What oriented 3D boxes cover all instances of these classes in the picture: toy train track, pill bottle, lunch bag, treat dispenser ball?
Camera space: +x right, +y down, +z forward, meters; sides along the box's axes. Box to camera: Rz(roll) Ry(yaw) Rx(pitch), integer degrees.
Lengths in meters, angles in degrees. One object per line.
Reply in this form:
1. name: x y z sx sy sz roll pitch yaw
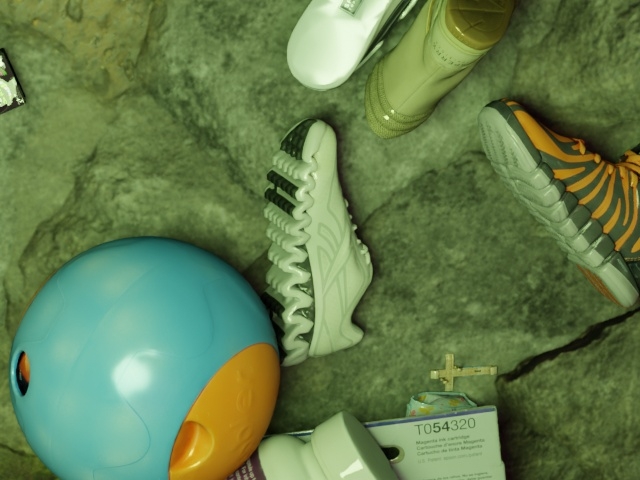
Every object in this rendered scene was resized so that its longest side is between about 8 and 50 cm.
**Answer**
1. toy train track: 0.175 0.161 1.868 0.083 0.014 0.048 -3 105 -12
2. pill bottle: -0.063 0.321 1.708 0.301 0.169 0.169 -35 108 9
3. lunch bag: 0.139 0.220 1.856 0.083 0.053 0.071 1 106 -22
4. treat dispenser ball: -0.186 0.138 1.643 0.288 0.288 0.288 -3 104 -11

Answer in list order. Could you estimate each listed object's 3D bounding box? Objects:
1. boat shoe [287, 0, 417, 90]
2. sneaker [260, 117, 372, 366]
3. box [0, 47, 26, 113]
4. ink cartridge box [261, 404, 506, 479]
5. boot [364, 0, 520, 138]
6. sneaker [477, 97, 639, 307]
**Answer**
1. boat shoe: 0.072 -0.295 1.686 0.108 0.102 0.301 33 101 4
2. sneaker: 0.000 0.000 1.752 0.118 0.110 0.292 -4 113 -19
3. box: -0.366 -0.161 1.653 0.083 0.052 0.062 -23 106 -5
4. ink cartridge box: 0.065 0.357 1.845 0.324 0.071 0.330 -7 105 0
5. boot: 0.148 -0.240 1.708 0.095 0.262 0.203 34 136 -8
6. sneaker: 0.325 -0.084 1.796 0.180 0.124 0.321 -44 119 -3
